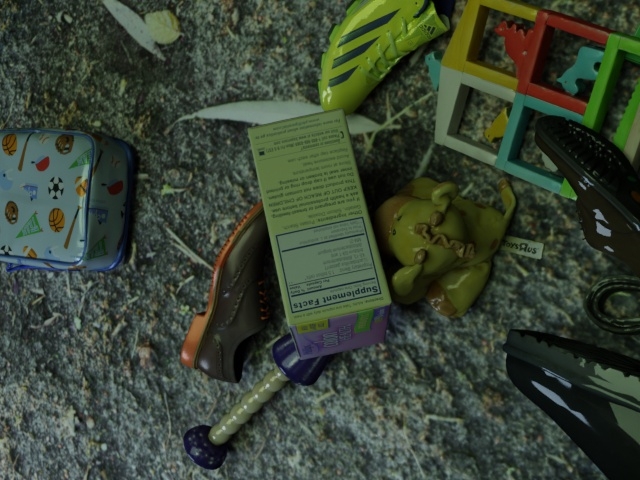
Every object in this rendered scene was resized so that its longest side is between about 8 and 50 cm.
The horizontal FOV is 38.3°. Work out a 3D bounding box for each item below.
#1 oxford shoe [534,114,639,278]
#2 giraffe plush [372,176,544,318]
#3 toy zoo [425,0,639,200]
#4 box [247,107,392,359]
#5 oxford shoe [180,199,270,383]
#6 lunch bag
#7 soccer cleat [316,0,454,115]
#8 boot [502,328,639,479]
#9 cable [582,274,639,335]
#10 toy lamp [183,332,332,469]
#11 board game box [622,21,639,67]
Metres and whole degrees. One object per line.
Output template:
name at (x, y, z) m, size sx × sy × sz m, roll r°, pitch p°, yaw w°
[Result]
oxford shoe at (0.299, -0.039, 0.986) m, size 0.227 × 0.082 × 0.096 m, roll 52°, pitch 137°, yaw 18°
giraffe plush at (0.131, 0.001, 1.082) m, size 0.210 × 0.170 × 0.182 m, roll -6°, pitch 83°, yaw 34°
toy zoo at (0.243, -0.171, 1.072) m, size 0.293 × 0.030 × 0.192 m, roll 29°, pitch 119°, yaw 32°
box at (0.000, 0.000, 1.123) m, size 0.117 × 0.213 × 0.243 m, roll -12°, pitch 72°, yaw -2°
oxford shoe at (-0.103, 0.073, 1.302) m, size 0.098 × 0.097 × 0.271 m, roll 26°, pitch 107°, yaw 13°
lunch bag at (-0.448, -0.063, 1.524) m, size 0.303 × 0.115 × 0.243 m, roll 5°, pitch 92°, yaw 34°
soccer cleat at (0.096, -0.271, 1.174) m, size 0.121 × 0.093 × 0.289 m, roll 40°, pitch 109°, yaw 23°
boot at (0.287, 0.352, 0.949) m, size 0.367 × 0.146 × 0.445 m, roll 22°, pitch 98°, yaw 39°
cable at (0.412, 0.075, 0.944) m, size 0.287 × 0.072 × 0.140 m, roll 23°, pitch 95°, yaw 34°
toy lamp at (-0.081, 0.213, 1.273) m, size 0.275 × 0.080 × 0.080 m, roll -47°, pitch 63°, yaw 26°
board game box at (0.480, -0.292, 0.937) m, size 0.213 × 0.046 × 0.317 m, roll 33°, pitch 106°, yaw 33°
